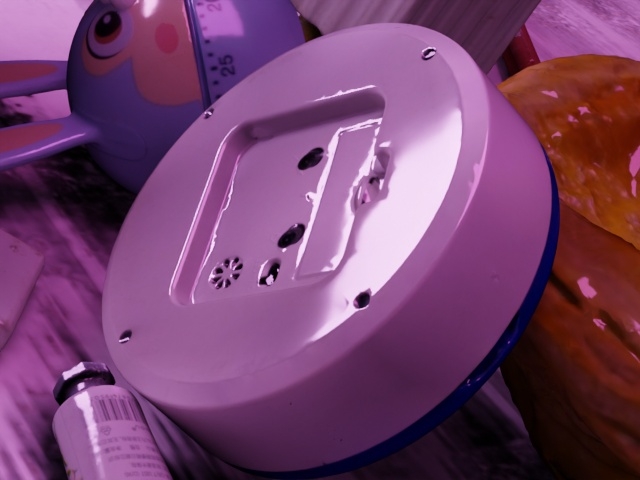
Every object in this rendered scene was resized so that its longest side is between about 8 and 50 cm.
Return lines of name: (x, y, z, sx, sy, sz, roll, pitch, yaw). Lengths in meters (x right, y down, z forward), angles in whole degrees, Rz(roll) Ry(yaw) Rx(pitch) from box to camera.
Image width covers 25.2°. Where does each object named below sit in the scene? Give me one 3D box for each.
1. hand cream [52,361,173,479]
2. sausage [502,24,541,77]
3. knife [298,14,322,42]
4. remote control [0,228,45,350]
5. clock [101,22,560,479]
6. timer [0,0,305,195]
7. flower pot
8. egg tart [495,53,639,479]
hand cream: (-0.079, 0.132, 0.631, 0.067, 0.042, 0.194, 10, 35, -36)
sausage: (0.184, -0.195, 1.365, 0.034, 0.034, 0.253, 16, 30, -11)
knife: (-0.003, -0.217, 1.281, 0.061, 0.027, 0.343, 21, 28, 6)
remote control: (-0.235, -0.012, 0.732, 0.190, 0.029, 0.087, 31, 25, -13)
clock: (0.000, 0.000, 0.706, 0.083, 0.230, 0.230, 46, 10, -40)
timer: (-0.125, -0.107, 0.876, 0.255, 0.175, 0.175, 10, 31, -18)
flower pot: (0.088, -0.261, 1.217, 0.239, 0.189, 0.209, 11, 36, -41)
egg tart: (0.251, 0.067, 0.817, 0.443, 0.178, 0.443, 19, 30, -11)
